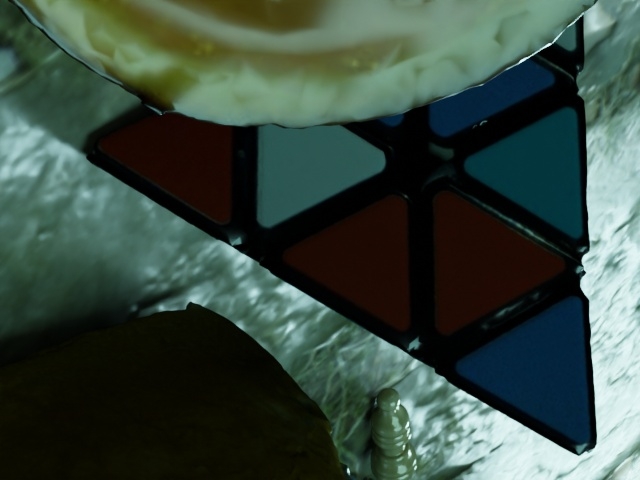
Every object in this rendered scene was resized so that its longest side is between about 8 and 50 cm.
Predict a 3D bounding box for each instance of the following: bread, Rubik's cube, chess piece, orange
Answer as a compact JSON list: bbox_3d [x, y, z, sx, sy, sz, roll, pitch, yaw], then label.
[{"bbox_3d":[-0.075,0.182,0.786,0.279,0.250,0.225,-24,140,-37],"label":"bread"},{"bbox_3d":[0.000,0.000,0.751,0.234,0.250,0.284,10,135,-28],"label":"Rubik's cube"},{"bbox_3d":[0.052,0.138,1.110,0.035,0.035,0.092,-33,144,-22],"label":"chess piece"},{"bbox_3d":[0.010,-0.193,0.447,0.274,0.274,0.310,-1,89,-51],"label":"orange"}]

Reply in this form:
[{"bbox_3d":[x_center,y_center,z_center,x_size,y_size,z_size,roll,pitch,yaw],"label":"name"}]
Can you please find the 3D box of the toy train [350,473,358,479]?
[{"bbox_3d":[-0.008,0.255,1.122,0.219,0.089,0.127,-24,154,-34],"label":"toy train"}]
